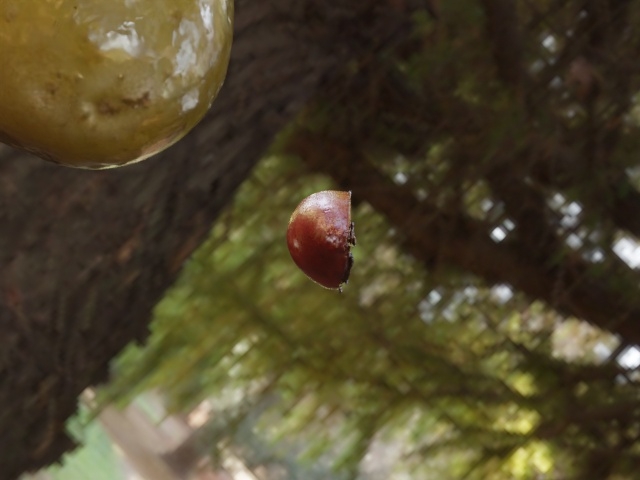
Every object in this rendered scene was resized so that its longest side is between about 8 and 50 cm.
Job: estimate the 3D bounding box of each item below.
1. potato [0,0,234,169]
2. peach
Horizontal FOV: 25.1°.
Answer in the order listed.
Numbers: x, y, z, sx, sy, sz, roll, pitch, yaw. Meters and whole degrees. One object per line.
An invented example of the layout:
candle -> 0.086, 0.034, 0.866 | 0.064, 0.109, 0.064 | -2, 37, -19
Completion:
potato -> -0.127, -0.108, 0.759 | 0.204, 0.178, 0.158 | -1, 51, -38
peach -> 0.000, 0.000, 1.306 | 0.061, 0.098, 0.098 | 5, -8, -4
